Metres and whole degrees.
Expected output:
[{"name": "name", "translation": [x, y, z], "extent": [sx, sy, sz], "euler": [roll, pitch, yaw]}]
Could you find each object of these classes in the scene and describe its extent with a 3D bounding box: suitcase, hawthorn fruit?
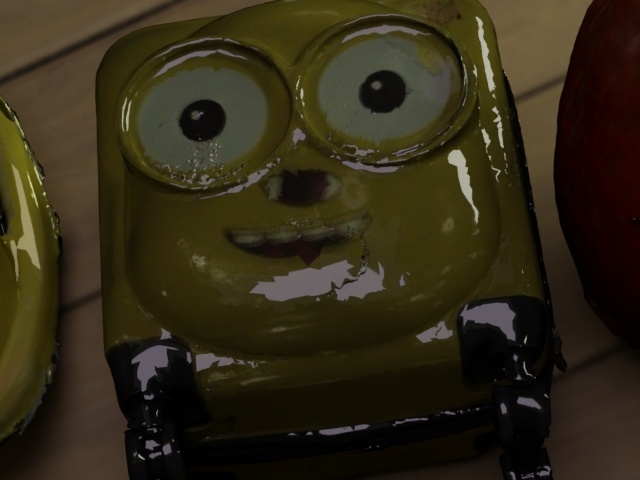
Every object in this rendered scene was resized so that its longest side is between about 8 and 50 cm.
[{"name": "suitcase", "translation": [0.000, 0.000, 0.799], "extent": [0.194, 0.143, 0.235], "euler": [-9, 59, 4]}, {"name": "hawthorn fruit", "translation": [0.184, -0.027, 0.772], "extent": [0.185, 0.185, 0.202], "euler": [16, 96, 17]}]

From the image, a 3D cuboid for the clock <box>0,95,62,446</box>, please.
[{"name": "clock", "translation": [-0.237, -0.019, 0.788], "extent": [0.071, 0.293, 0.277], "euler": [-29, 15, 32]}]
